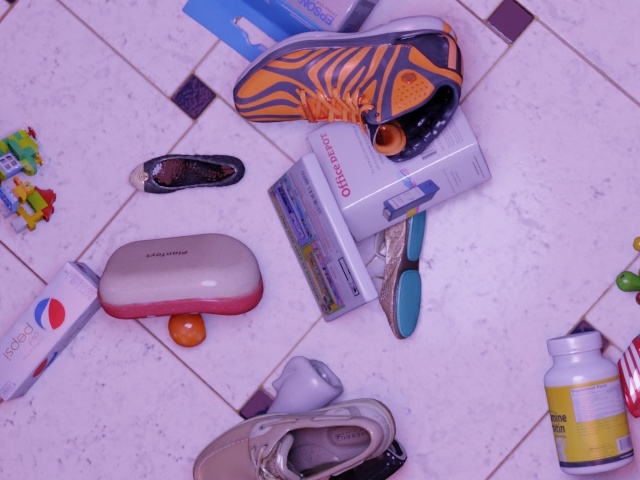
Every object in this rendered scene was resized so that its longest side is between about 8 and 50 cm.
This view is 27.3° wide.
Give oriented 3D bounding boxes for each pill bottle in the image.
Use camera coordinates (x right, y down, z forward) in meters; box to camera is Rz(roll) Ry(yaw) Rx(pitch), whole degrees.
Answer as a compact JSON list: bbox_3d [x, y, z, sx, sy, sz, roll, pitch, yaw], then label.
[{"bbox_3d":[0.362,0.220,1.796,0.103,0.103,0.184,-11,87,8],"label":"pill bottle"}]

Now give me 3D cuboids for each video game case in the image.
[{"bbox_3d":[0.000,0.000,1.813,0.023,0.193,0.212,-23,86,-20],"label":"video game case"}]

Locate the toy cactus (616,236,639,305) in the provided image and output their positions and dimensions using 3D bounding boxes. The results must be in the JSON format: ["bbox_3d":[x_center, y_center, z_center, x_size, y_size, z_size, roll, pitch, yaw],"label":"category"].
[{"bbox_3d":[0.522,0.054,1.787,0.219,0.112,0.180,-21,96,-1],"label":"toy cactus"}]

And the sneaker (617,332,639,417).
[{"bbox_3d":[0.501,0.218,1.799,0.221,0.087,0.128,45,105,17],"label":"sneaker"}]

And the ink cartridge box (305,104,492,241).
[{"bbox_3d":[0.106,-0.117,1.815,0.212,0.093,0.154,-25,54,5],"label":"ink cartridge box"}]

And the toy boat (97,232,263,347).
[{"bbox_3d":[-0.194,0.084,1.876,0.231,0.151,0.151,-5,119,9],"label":"toy boat"}]

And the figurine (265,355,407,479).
[{"bbox_3d":[-0.025,0.302,1.863,0.209,0.092,0.215,-45,83,9],"label":"figurine"}]

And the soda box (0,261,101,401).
[{"bbox_3d":[-0.402,0.132,1.920,0.069,0.074,0.216,42,94,7],"label":"soda box"}]

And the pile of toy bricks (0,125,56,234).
[{"bbox_3d":[-0.458,-0.127,1.928,0.105,0.118,0.212,-34,73,-26],"label":"pile of toy bricks"}]

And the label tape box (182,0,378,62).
[{"bbox_3d":[-0.031,-0.393,1.833,0.241,0.106,0.333,37,104,8],"label":"label tape box"}]

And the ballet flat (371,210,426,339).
[{"bbox_3d":[0.107,0.036,1.863,0.067,0.073,0.206,5,87,34],"label":"ballet flat"}]

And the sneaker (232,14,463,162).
[{"bbox_3d":[0.034,-0.186,1.753,0.321,0.124,0.180,-15,52,15],"label":"sneaker"}]

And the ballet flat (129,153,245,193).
[{"bbox_3d":[-0.195,-0.101,1.907,0.173,0.049,0.057,-6,87,8],"label":"ballet flat"}]

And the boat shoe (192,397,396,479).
[{"bbox_3d":[-0.049,0.289,1.779,0.302,0.098,0.109,-17,91,19],"label":"boat shoe"}]
